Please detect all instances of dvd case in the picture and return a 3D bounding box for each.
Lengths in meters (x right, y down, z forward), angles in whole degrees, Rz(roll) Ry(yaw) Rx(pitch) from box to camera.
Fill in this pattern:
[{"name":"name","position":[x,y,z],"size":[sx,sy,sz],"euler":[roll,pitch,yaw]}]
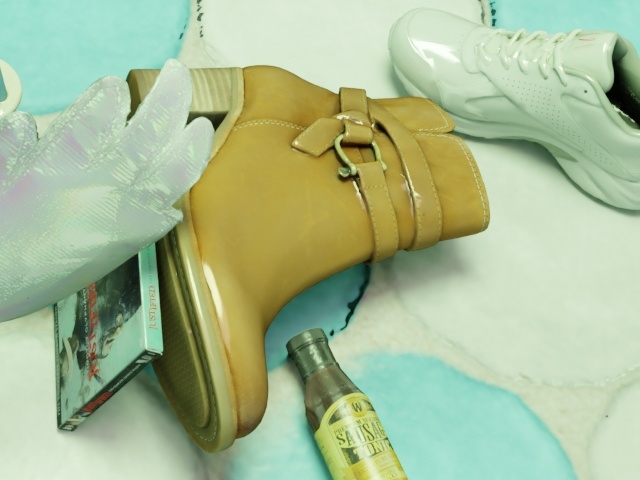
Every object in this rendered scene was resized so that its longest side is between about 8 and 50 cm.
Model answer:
[{"name":"dvd case","position":[-0.124,0.048,0.685],"size":[0.013,0.119,0.087],"euler":[10,57,-31]}]

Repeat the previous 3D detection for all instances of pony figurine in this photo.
[{"name":"pony figurine","position":[-0.266,-0.008,0.529],"size":[0.303,0.351,0.363],"euler":[48,21,-19]}]

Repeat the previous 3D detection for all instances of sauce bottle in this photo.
[{"name":"sauce bottle","position":[0.015,0.113,0.717],"size":[0.042,0.042,0.128],"euler":[-19,67,-21]}]

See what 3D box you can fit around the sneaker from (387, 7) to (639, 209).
[{"name":"sneaker","position":[0.161,-0.118,0.834],"size":[0.232,0.115,0.090],"euler":[24,59,3]}]

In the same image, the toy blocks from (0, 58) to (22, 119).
[{"name":"toy blocks","position":[-0.187,-0.045,0.705],"size":[0.054,0.148,0.123],"euler":[-22,67,-21]}]

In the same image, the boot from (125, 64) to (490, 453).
[{"name":"boot","position":[0.000,0.000,0.737],"size":[0.220,0.109,0.283],"euler":[2,42,-19]}]
